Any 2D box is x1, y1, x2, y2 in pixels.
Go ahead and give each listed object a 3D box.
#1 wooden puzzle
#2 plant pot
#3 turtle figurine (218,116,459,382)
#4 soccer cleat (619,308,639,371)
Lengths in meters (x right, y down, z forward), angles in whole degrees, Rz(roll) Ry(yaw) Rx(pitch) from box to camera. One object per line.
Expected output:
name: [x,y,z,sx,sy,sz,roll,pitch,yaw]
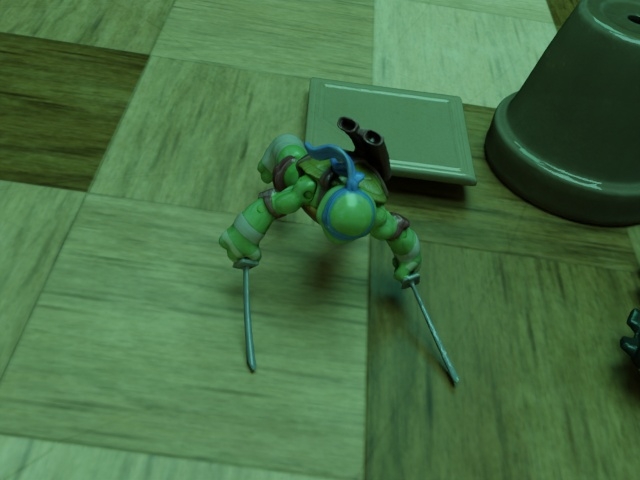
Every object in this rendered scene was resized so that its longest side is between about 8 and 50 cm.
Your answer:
wooden puzzle: [0.090,-0.145,1.080,0.221,0.044,0.238,7,37,-3]
plant pot: [0.373,-0.185,1.039,0.263,0.229,0.263,7,41,-6]
turtle figurine: [0.000,0.000,0.849,0.198,0.274,0.266,-17,23,2]
soccer cleat: [0.432,0.062,0.878,0.143,0.116,0.331,37,48,5]
